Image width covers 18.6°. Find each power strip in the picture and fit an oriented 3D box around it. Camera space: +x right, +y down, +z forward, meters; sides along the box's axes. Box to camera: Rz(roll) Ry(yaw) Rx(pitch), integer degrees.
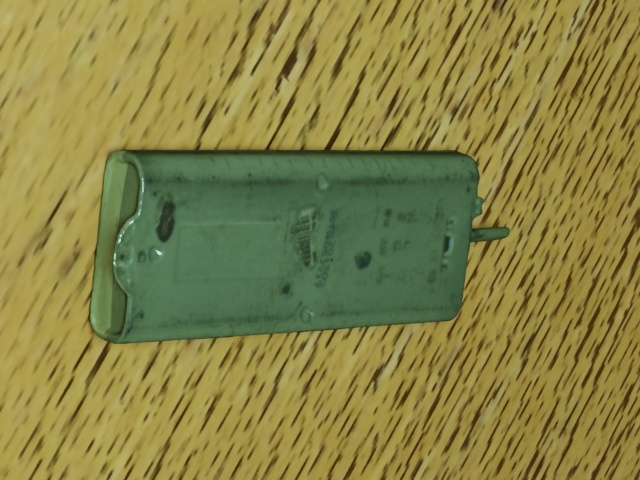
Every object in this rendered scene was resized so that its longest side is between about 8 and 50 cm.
[{"bbox_3d":[0.000,0.000,0.986,0.268,0.034,0.092,-2,104,-39],"label":"power strip"}]
